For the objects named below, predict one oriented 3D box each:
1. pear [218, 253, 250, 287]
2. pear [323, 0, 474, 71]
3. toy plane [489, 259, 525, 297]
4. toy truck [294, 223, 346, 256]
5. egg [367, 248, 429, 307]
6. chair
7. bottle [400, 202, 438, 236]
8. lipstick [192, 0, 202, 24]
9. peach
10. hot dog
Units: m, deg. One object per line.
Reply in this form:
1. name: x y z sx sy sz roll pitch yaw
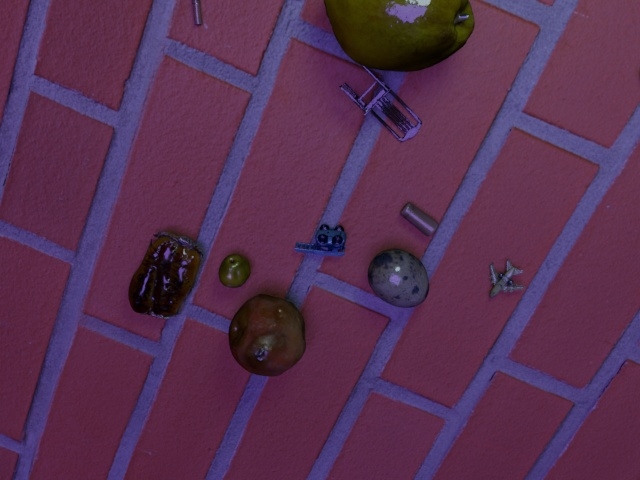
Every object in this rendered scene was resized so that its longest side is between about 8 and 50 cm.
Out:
1. pear: -0.228 0.085 1.573 0.092 0.092 0.097 10 150 2
2. pear: 0.163 -0.483 1.252 0.322 0.269 0.268 18 111 27
3. toy plane: 0.474 0.106 1.529 0.102 0.040 0.111 38 107 13
4. toy truck: 0.000 0.000 1.535 0.136 0.063 0.074 7 128 7
5. egg: 0.203 0.099 1.503 0.182 0.141 0.141 39 108 -25
6. chair: 0.151 -0.317 1.391 0.212 0.101 0.084 44 108 -7
7. bottle: 0.251 -0.055 1.497 0.096 0.045 0.045 38 108 -4
8. lipstick: -0.295 -0.563 1.400 0.019 0.019 0.094 -2 108 7
9. peach: -0.137 0.251 1.540 0.215 0.235 0.214 -1 105 -4
10. hot dog: -0.421 0.100 1.598 0.163 0.082 0.270 27 108 -5
